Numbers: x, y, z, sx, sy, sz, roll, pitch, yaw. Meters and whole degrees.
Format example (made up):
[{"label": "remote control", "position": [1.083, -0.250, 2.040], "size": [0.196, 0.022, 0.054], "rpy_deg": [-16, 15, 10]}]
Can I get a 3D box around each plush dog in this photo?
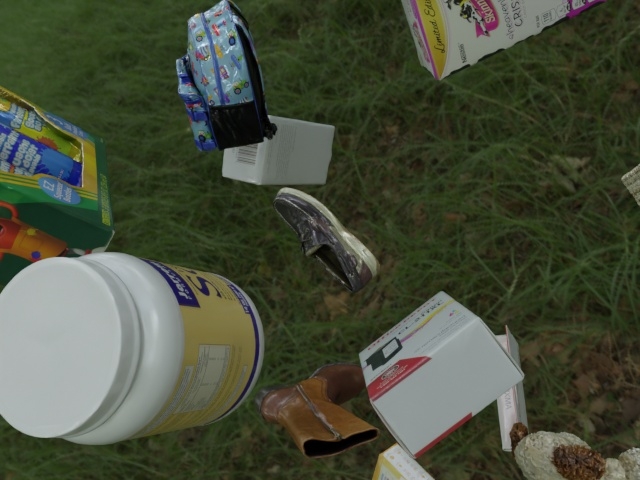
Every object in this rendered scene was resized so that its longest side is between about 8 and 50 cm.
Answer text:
[{"label": "plush dog", "position": [0.459, 0.439, 1.169], "size": [0.211, 0.225, 0.262], "rpy_deg": [-55, 15, -19]}]

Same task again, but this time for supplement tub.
[{"label": "supplement tub", "position": [-0.248, 0.145, 0.858], "size": [0.240, 0.331, 0.241], "rpy_deg": [-4, 79, 21]}]

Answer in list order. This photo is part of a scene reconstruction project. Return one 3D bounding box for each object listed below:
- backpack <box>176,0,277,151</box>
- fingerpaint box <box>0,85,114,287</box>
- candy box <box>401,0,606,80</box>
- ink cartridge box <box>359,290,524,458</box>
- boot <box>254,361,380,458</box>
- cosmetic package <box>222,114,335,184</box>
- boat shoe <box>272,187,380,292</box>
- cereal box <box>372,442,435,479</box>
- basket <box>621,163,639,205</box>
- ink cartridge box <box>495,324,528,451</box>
[{"label": "backpack", "position": [-0.137, -0.228, 0.853], "size": [0.116, 0.173, 0.158], "rpy_deg": [-14, 46, -4]}, {"label": "fingerpaint box", "position": [-0.549, -0.127, 1.027], "size": [0.163, 0.371, 0.445], "rpy_deg": [-55, 31, 12]}, {"label": "candy box", "position": [0.216, -0.321, 0.760], "size": [0.233, 0.159, 0.071], "rpy_deg": [-25, 35, 3]}, {"label": "ink cartridge box", "position": [0.112, 0.127, 0.642], "size": [0.127, 0.072, 0.175], "rpy_deg": [-38, 3, 2]}, {"label": "boot", "position": [0.032, 0.319, 1.219], "size": [0.280, 0.264, 0.096], "rpy_deg": [3, 94, 64]}, {"label": "cosmetic package", "position": [-0.068, -0.161, 1.114], "size": [0.085, 0.231, 0.118], "rpy_deg": [15, 101, 25]}, {"label": "boat shoe", "position": [0.000, 0.000, 1.363], "size": [0.092, 0.285, 0.103], "rpy_deg": [-47, -3, -31]}, {"label": "cereal box", "position": [0.171, 0.456, 0.966], "size": [0.240, 0.047, 0.173], "rpy_deg": [39, 133, 36]}, {"label": "basket", "position": [0.945, -0.149, 1.492], "size": [0.331, 0.328, 0.266], "rpy_deg": [-38, 78, 12]}, {"label": "ink cartridge box", "position": [0.451, 0.363, 1.510], "size": [0.060, 0.239, 0.275], "rpy_deg": [-9, 67, 22]}]
